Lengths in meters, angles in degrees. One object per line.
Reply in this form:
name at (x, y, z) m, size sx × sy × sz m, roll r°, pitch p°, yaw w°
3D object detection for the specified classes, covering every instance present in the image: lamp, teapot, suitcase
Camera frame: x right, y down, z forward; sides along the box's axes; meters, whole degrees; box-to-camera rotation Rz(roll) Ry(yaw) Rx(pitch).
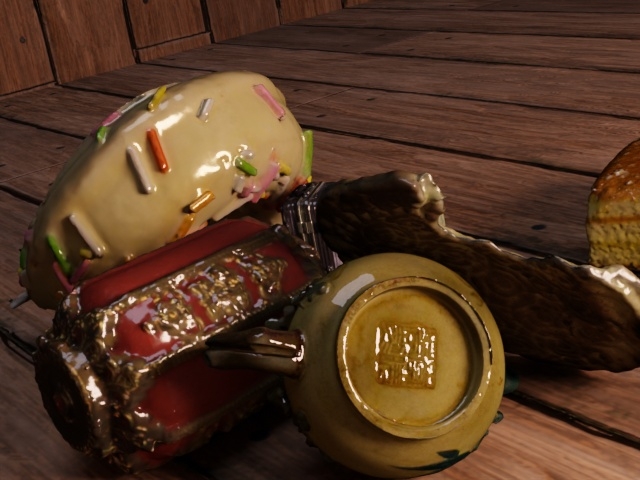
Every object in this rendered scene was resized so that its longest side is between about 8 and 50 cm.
lamp at (-0.111, 0.086, 0.917) m, size 0.177 × 0.177 × 0.274 m, roll 11°, pitch 28°, yaw 44°
teapot at (0.037, 0.101, 0.834) m, size 0.269 × 0.173 × 0.182 m, roll 4°, pitch -13°, yaw -10°
suitcase at (0.000, 0.000, 1.154) m, size 0.059 × 0.126 × 0.086 m, roll -4°, pitch 21°, yaw 16°

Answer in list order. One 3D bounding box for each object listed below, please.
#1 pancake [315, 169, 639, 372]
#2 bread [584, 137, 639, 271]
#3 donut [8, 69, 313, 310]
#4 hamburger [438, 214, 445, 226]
pancake at (0.131, 0.029, 0.854) m, size 0.288 × 0.286 × 0.033 m, roll 7°, pitch 61°, yaw 39°
bread at (0.406, -0.054, 1.141) m, size 0.184 × 0.111 × 0.234 m, roll 1°, pitch 23°, yaw 29°
donut at (-0.149, -0.048, 1.169) m, size 0.150 × 0.307 × 0.371 m, roll 46°, pitch 42°, yaw 15°
hamburger at (0.092, -0.032, 1.264) m, size 0.121 × 0.084 × 0.054 m, roll -13°, pitch 18°, yaw -15°
